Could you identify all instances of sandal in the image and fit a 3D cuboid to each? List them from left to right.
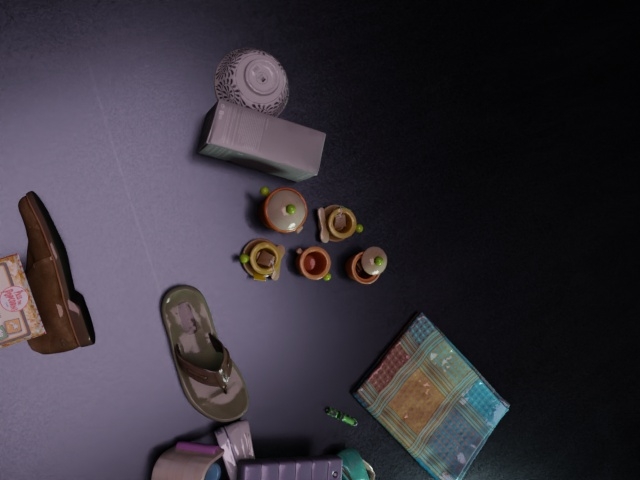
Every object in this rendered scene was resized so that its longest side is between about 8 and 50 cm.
[{"bbox_3d":[-0.239,0.237,1.184,0.120,0.086,0.302,-26,99,-21],"label":"sandal"}]

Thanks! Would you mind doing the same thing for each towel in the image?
[{"bbox_3d":[0.280,0.391,1.423,0.370,0.040,0.271,47,72,-15],"label":"towel"}]

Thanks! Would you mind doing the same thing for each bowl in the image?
[{"bbox_3d":[-0.134,-0.339,1.248,0.170,0.080,0.170,1,88,-23],"label":"bowl"}]

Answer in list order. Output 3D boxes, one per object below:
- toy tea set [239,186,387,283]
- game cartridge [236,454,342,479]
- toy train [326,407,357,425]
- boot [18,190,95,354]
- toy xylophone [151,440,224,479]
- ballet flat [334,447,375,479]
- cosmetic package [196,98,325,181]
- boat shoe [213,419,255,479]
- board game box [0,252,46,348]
[{"bbox_3d":[0.000,0.000,1.270,0.336,0.124,0.199,8,86,-22],"label":"toy tea set"},{"bbox_3d":[-0.072,0.617,1.163,0.230,0.068,0.354,7,82,-30],"label":"game cartridge"},{"bbox_3d":[0.050,0.403,1.334,0.083,0.024,0.017,30,78,-19],"label":"toy train"},{"bbox_3d":[-0.515,0.064,1.071,0.115,0.112,0.305,-15,97,-12],"label":"boot"},{"bbox_3d":[-0.239,0.558,1.112,0.081,0.236,0.322,26,74,-64],"label":"toy xylophone"},{"bbox_3d":[0.107,0.575,1.326,0.087,0.083,0.247,-34,104,-34],"label":"ballet flat"},{"bbox_3d":[-0.123,-0.204,1.225,0.238,0.127,0.107,17,82,-20],"label":"cosmetic package"},{"bbox_3d":[-0.142,0.500,1.214,0.084,0.095,0.258,-19,97,-18],"label":"boat shoe"},{"bbox_3d":[-0.574,0.119,0.958,0.194,0.045,0.146,-19,95,-26],"label":"board game box"}]
